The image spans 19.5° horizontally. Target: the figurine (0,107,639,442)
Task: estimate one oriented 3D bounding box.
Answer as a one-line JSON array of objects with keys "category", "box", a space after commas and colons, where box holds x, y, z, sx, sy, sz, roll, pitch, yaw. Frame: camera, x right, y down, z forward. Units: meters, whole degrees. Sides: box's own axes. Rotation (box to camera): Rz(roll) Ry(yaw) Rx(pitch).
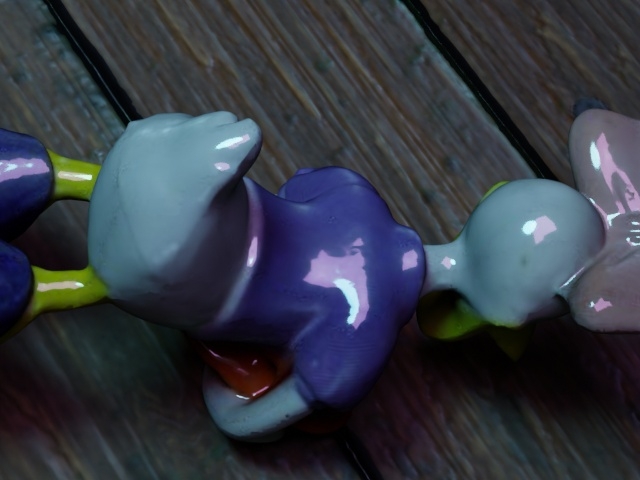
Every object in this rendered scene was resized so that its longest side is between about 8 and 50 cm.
[{"category": "figurine", "box": [-0.005, 0.002, 0.936, 0.421, 0.193, 0.154, 6, 54, -10]}]
